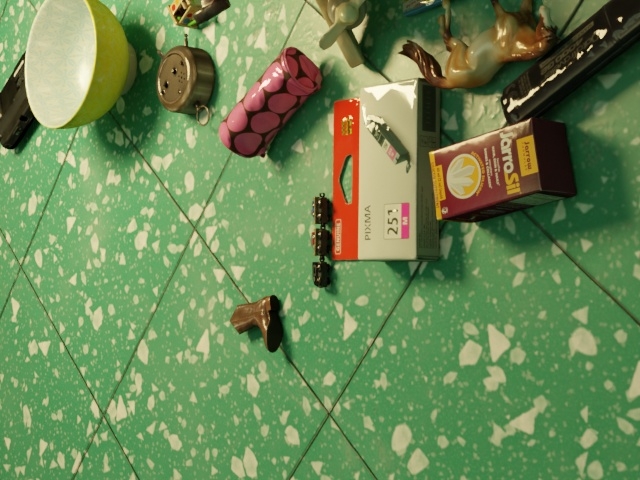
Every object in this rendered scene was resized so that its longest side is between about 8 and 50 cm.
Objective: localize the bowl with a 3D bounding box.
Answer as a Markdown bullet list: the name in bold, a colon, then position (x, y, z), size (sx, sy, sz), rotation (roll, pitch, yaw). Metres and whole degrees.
- **bowl**: position (-0.474, -0.365, 2.310), size (0.289, 0.156, 0.290), rotation (-4, 84, 48)

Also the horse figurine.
- **horse figurine**: position (0.231, -0.290, 1.598), size (0.263, 0.066, 0.175), rotation (-30, 61, 40)

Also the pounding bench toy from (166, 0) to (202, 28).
- **pounding bench toy**: position (-0.249, -0.433, 2.142), size (0.065, 0.052, 0.083), rotation (-49, 55, 35)

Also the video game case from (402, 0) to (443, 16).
- **video game case**: position (0.166, -0.437, 1.704), size (0.119, 0.015, 0.166), rotation (-9, 80, 52)

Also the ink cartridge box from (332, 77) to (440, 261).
- **ink cartridge box**: position (0.083, -0.104, 1.755), size (0.238, 0.060, 0.275), rotation (-2, 86, 47)

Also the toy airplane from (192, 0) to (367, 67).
- **toy airplane**: position (-0.047, -0.495, 1.727), size (0.272, 0.386, 0.385), rotation (-18, 63, 34)

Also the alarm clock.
- **alarm clock**: position (-0.255, -0.294, 2.139), size (0.129, 0.064, 0.192), rotation (-51, 57, 33)

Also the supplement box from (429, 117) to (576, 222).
- **supplement box**: position (0.249, -0.094, 1.552), size (0.188, 0.080, 0.104), rotation (-17, 75, 46)

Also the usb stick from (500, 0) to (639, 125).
- **usb stick**: position (0.347, -0.246, 1.475), size (0.278, 0.045, 0.077), rotation (-39, 46, 39)

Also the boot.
- **boot**: position (-0.117, 0.156, 1.975), size (0.114, 0.037, 0.106), rotation (-20, 60, 42)

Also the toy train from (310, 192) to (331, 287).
- **toy train**: position (0.000, 0.000, 1.865), size (0.036, 0.027, 0.158), rotation (-3, 86, 62)

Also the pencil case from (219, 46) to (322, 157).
- **pencil case**: position (-0.082, -0.232, 1.923), size (0.209, 0.098, 0.095), rotation (-44, 12, 37)

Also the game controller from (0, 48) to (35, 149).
- **game controller**: position (-0.687, -0.361, 2.629), size (0.319, 0.067, 0.167), rotation (-45, 42, 36)
